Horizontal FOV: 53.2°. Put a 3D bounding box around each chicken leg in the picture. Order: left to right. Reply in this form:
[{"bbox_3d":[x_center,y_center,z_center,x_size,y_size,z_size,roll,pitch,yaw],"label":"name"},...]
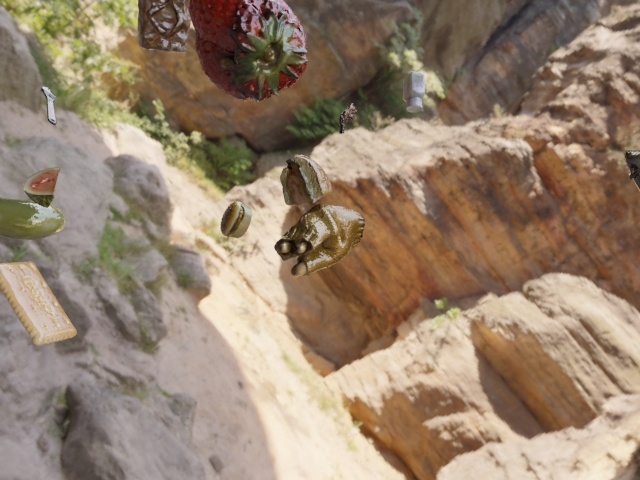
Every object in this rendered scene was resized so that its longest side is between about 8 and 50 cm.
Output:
[{"bbox_3d":[0.058,-0.275,1.422,0.021,0.083,0.036,9,-37,30],"label":"chicken leg"}]

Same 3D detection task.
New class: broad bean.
[{"bbox_3d":[-0.904,-0.064,1.883,0.238,0.291,0.119,5,91,-78],"label":"broad bean"}]

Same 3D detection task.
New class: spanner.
[{"bbox_3d":[-0.789,-0.394,1.861,0.046,0.012,0.208,30,22,-41],"label":"spanner"}]

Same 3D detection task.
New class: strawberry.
[{"bbox_3d":[-0.173,-0.458,1.443,0.288,0.239,0.250,41,-42,46],"label":"strawberry"}]

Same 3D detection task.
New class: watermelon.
[{"bbox_3d":[-0.718,-0.127,1.662,0.163,0.087,0.068,-110,-169,-55],"label":"watermelon"}]

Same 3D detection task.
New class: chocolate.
[{"bbox_3d":[-0.429,-0.635,1.770,0.093,0.149,0.214,-135,-132,-62],"label":"chocolate"}]

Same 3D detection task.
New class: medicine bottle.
[{"bbox_3d":[0.306,-0.484,2.094,0.074,0.055,0.117,139,-44,-66],"label":"medicine bottle"}]

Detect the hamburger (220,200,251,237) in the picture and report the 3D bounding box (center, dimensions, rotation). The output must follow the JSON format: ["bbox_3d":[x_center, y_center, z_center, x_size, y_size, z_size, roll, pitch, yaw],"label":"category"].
[{"bbox_3d":[-0.284,-0.067,2.114,0.082,0.126,0.141,20,24,-30],"label":"hamburger"}]

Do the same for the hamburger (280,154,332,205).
[{"bbox_3d":[-0.026,-0.191,1.998,0.208,0.135,0.155,-13,97,-65],"label":"hamburger"}]

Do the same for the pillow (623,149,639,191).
[{"bbox_3d":[0.651,-0.149,1.246,0.136,0.055,0.091,137,-40,-71],"label":"pillow"}]

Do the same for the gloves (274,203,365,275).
[{"bbox_3d":[-0.007,-0.009,1.937,0.155,0.203,0.356,31,28,24],"label":"gloves"}]

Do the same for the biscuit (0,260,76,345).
[{"bbox_3d":[-0.753,0.160,1.686,0.249,0.030,0.160,55,13,9],"label":"biscuit"}]
